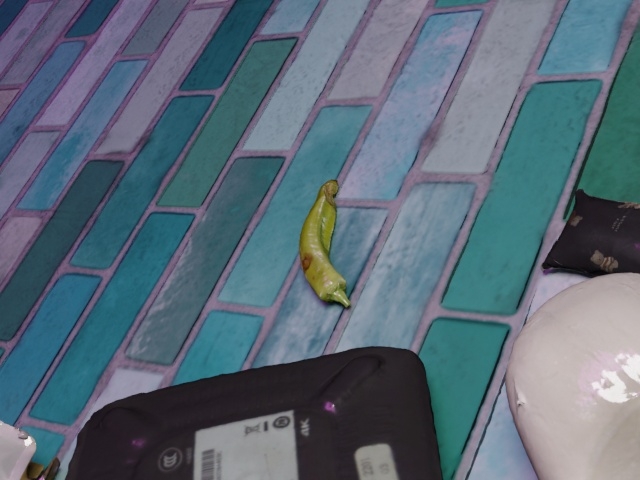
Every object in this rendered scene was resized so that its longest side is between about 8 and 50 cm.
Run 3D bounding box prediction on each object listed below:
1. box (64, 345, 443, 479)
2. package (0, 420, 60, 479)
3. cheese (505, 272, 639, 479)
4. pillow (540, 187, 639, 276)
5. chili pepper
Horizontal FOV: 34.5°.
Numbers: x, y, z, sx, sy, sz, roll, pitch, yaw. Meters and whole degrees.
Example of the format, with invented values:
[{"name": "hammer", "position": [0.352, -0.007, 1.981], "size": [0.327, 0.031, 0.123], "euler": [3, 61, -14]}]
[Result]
[{"name": "box", "position": [-0.061, 0.240, 0.894], "size": [0.350, 0.091, 0.359], "euler": [-14, 34, 6]}, {"name": "package", "position": [-0.420, 0.344, 1.103], "size": [0.165, 0.221, 0.311], "euler": [22, 57, 1]}, {"name": "cheese", "position": [0.239, 0.118, 0.821], "size": [0.198, 0.154, 0.189], "euler": [-34, 35, 5]}, {"name": "pillow", "position": [0.288, -0.001, 0.977], "size": [0.150, 0.048, 0.090], "euler": [11, 51, 46]}, {"name": "chili pepper", "position": [-0.001, 0.000, 1.186], "size": [0.049, 0.043, 0.208], "euler": [-33, 38, 24]}]
